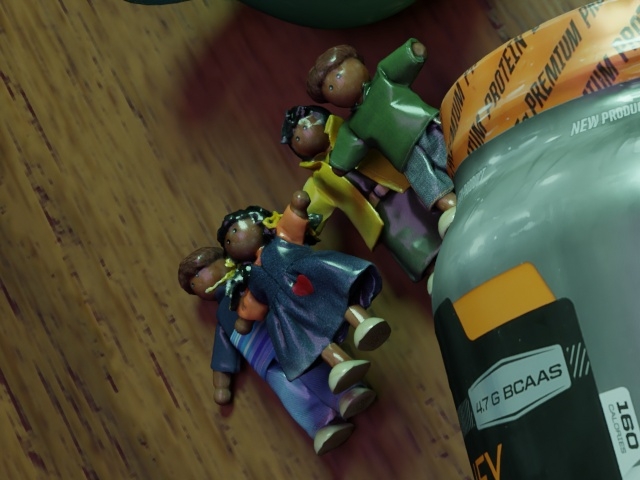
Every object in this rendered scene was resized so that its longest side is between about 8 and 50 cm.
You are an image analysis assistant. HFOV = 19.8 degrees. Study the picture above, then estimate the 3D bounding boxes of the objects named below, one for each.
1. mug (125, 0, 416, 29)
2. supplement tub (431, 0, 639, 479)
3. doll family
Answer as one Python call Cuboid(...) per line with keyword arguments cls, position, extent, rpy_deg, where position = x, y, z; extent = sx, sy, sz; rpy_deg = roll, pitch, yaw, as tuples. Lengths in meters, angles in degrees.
Cuboid(cls="mug", position=(-0.009, -0.158, 0.795), extent=(0.158, 0.097, 0.129), rpy_deg=(9, 87, 30))
Cuboid(cls="supplement tub", position=(0.151, 0.082, 0.619), extent=(0.194, 0.193, 0.316), rpy_deg=(-21, 72, 24))
Cuboid(cls="doll family", position=(0.000, 0.000, 0.781), extent=(0.111, 0.076, 0.193), rpy_deg=(42, 105, 22))
